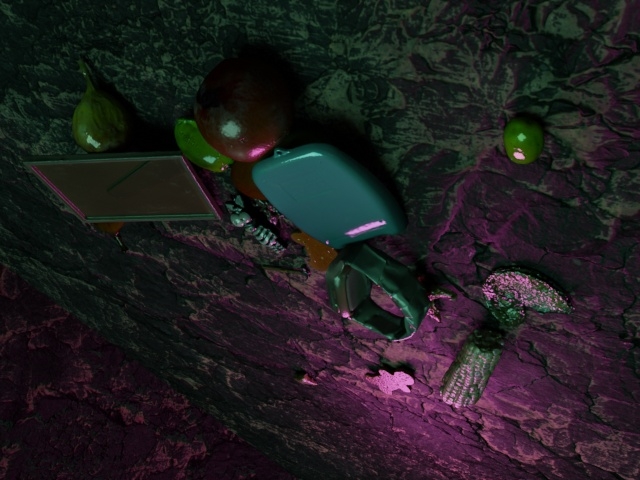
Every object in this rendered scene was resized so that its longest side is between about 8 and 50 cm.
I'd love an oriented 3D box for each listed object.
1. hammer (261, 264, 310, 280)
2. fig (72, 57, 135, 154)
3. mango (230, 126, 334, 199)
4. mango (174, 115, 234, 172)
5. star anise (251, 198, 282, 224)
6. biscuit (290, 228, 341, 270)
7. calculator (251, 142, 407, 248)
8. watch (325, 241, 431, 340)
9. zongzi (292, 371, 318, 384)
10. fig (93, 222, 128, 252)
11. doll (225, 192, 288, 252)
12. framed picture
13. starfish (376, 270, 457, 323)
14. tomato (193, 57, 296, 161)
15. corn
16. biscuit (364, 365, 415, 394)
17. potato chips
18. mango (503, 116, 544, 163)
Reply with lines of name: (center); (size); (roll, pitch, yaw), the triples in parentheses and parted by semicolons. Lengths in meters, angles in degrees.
hammer: (-0.106, 0.092, 1.851); (0.182, 0.017, 0.062); (5, 138, 36)
fig: (-0.583, -0.345, 1.572); (0.159, 0.159, 0.257); (4, 120, 34)
mango: (-0.104, -0.180, 1.401); (0.146, 0.129, 0.289); (40, 138, -17)
mango: (-0.280, -0.241, 1.486); (0.178, 0.100, 0.119); (35, 111, 9)
star anise: (-0.130, -0.087, 1.598); (0.124, 0.056, 0.129); (14, 143, 23)
biscuit: (0.000, -0.001, 1.630); (0.166, 0.036, 0.250); (4, 142, 33)
calculator: (0.019, -0.092, 1.359); (0.256, 0.054, 0.386); (-15, 141, 33)
watch: (0.155, 0.140, 1.546); (0.241, 0.161, 0.253); (20, 141, 29)
zongzi: (-0.060, 0.548, 2.394); (0.083, 0.040, 0.076); (32, 158, -35)
fig: (-0.671, -0.083, 1.935); (0.170, 0.145, 0.274); (8, 125, 32)
doll: (-0.181, -0.045, 1.685); (0.219, 0.067, 0.091); (46, 148, -18)
framed picture: (-0.531, -0.142, 1.674); (0.447, 0.028, 0.326); (-1, 153, 10)
starfish: (0.253, 0.147, 1.619); (0.241, 0.043, 0.227); (13, 141, 34)
tomato: (-0.160, -0.272, 1.246); (0.184, 0.208, 0.208); (34, 150, -33)
corn: (0.423, 0.362, 1.690); (0.127, 0.126, 0.335); (23, 144, 12)
biscuit: (0.247, 0.466, 2.042); (0.138, 0.031, 0.205); (37, 146, -10)
potato chips: (0.480, 0.141, 1.449); (0.202, 0.029, 0.220); (31, 144, 1)
mango: (0.367, -0.178, 1.097); (0.073, 0.056, 0.108); (22, 158, 21)
